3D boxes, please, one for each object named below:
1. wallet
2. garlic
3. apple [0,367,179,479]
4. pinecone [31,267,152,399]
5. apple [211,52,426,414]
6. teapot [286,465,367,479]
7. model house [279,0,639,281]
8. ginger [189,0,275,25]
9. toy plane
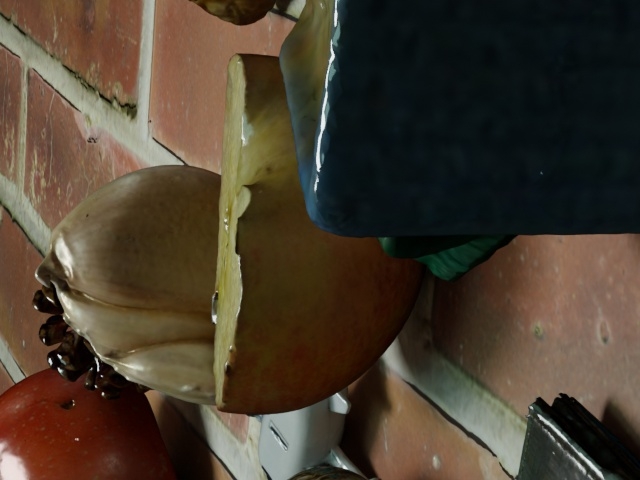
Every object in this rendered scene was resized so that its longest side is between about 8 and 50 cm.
[{"bbox_3d":[0.165,0.275,1.315,0.169,0.044,0.317,-129,41,-53],"label":"wallet"},{"bbox_3d":[-0.150,0.033,1.909,0.110,0.228,0.217,92,-163,-88],"label":"garlic"},{"bbox_3d":[-0.268,0.265,2.169,0.260,0.216,0.260,160,90,-78],"label":"apple"},{"bbox_3d":[-0.210,0.072,2.068,0.208,0.207,0.208,179,90,-69],"label":"pinecone"},{"bbox_3d":[0.000,0.000,1.577,0.251,0.163,0.293,100,172,-52],"label":"apple"},{"bbox_3d":[0.022,0.283,1.568,0.298,0.139,0.204,-171,83,-71],"label":"teapot"},{"bbox_3d":[0.092,-0.131,1.117,0.382,0.334,0.343,131,137,-75],"label":"model house"},{"bbox_3d":[-0.108,-0.367,1.852,0.165,0.172,0.321,-2,87,32],"label":"ginger"},{"bbox_3d":[-0.008,0.156,1.720,0.174,0.080,0.174,30,128,47],"label":"toy plane"}]
